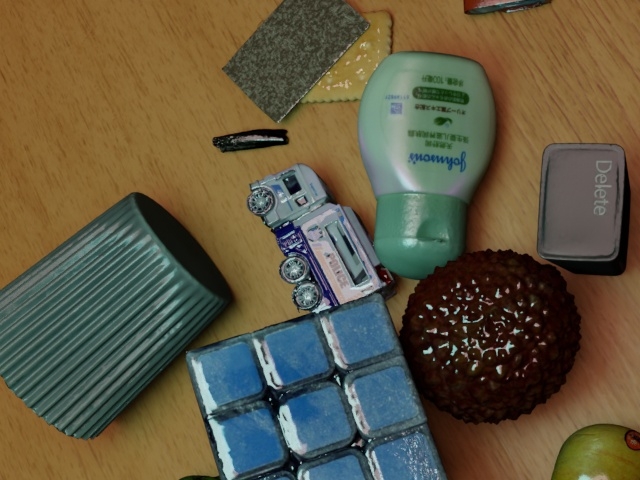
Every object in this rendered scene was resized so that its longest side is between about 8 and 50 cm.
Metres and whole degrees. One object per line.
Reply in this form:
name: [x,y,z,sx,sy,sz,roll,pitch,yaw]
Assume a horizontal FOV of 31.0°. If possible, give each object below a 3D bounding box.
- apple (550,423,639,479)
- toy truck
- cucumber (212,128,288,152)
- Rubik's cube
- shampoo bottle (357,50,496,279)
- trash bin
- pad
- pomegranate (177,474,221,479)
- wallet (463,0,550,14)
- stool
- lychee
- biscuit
apple: [0.410,0.352,1.642,0.155,0.182,0.182,13,86,20]
toy truck: [0.000,0.000,1.885,0.155,0.124,0.268,-29,74,7]
cucumber: [-0.122,-0.176,2.007,0.135,0.034,0.033,-7,74,19]
Rubik's cube: [-0.009,0.288,1.698,0.301,0.303,0.305,-16,75,-8]
shampoo bottle: [0.163,-0.111,1.813,0.222,0.151,0.349,7,82,-12]
trash bin: [0.395,-0.036,1.683,0.115,0.225,0.165,2,81,21]
pad: [-0.045,-0.332,1.985,0.235,0.003,0.158,-47,68,7]
pomegranate: [-0.171,0.419,1.867,0.191,0.152,0.131,-45,94,-6]
wallet: [0.299,-0.477,1.893,0.142,0.045,0.204,-6,79,18]
stool: [-0.350,0.113,1.912,0.330,0.297,0.297,-41,70,6]
lychee: [0.245,0.141,1.704,0.264,0.300,0.264,8,69,-20]
biscuit: [0.001,-0.314,1.985,0.250,0.030,0.160,0,81,21]
